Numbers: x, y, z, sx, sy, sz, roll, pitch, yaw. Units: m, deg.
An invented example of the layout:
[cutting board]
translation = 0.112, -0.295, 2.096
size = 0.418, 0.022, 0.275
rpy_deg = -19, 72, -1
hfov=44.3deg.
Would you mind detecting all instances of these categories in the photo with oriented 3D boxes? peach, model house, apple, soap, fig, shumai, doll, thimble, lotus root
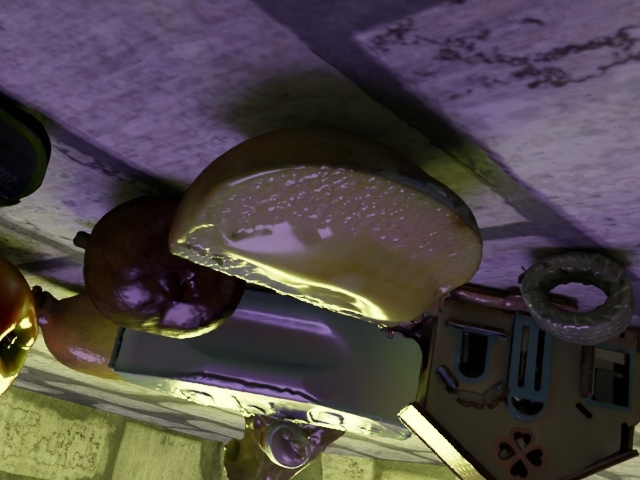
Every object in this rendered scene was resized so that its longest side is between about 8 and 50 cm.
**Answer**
[peach]
translation = -0.560, 0.114, 1.147
size = 0.275, 0.248, 0.245
rpy_deg = 21, -178, -2
[model house]
translation = 0.222, 0.195, 0.948
size = 0.326, 0.244, 0.169
rpy_deg = 13, 162, -1
[apple]
translation = 0.024, -0.025, 0.642
size = 0.265, 0.120, 0.193
rpy_deg = 21, 145, -34
[soap]
translation = -0.070, 0.180, 1.186
size = 0.446, 0.156, 0.261
rpy_deg = 10, 161, 5
[fig]
translation = -0.209, 0.024, 0.888
size = 0.170, 0.145, 0.274
rpy_deg = 31, 166, -39
[shumai]
translation = -0.061, 0.347, 1.485
size = 0.314, 0.262, 0.267
rpy_deg = 1, 159, 21
[doll]
translation = -0.044, 0.315, 1.231
size = 0.084, 0.073, 0.127
rpy_deg = -18, -177, -28
[thimble]
translation = 0.252, 0.055, 0.779
size = 0.110, 0.084, 0.062
rpy_deg = 15, 163, 29
[lotus root]
translation = -0.364, 0.171, 1.348
size = 0.303, 0.130, 0.146
rpy_deg = 23, 156, -30

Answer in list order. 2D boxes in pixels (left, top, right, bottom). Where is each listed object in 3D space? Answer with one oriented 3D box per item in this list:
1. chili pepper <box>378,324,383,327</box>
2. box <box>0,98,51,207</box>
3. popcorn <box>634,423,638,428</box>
[chili pepper]
translation = -0.002, 0.001, 0.788
size = 0.204, 0.073, 0.072
rpy_deg = 40, 165, -34
[box]
translation = -0.404, -0.063, 0.784
size = 0.134, 0.097, 0.346
rpy_deg = 28, 154, -38
[popcorn]
translation = 0.394, 0.249, 1.149
size = 0.152, 0.148, 0.167
rpy_deg = -9, 173, -9
